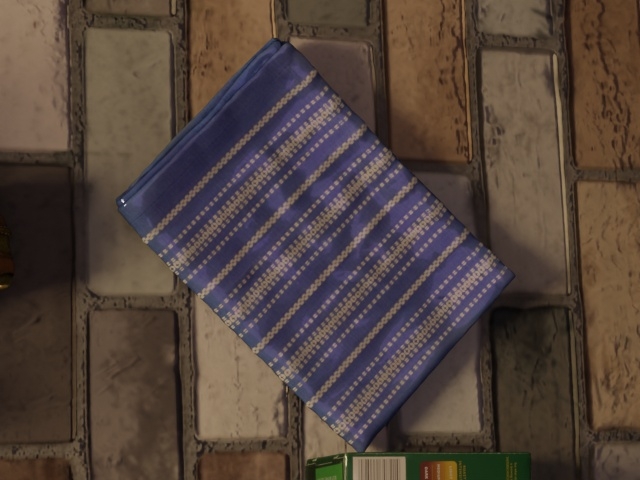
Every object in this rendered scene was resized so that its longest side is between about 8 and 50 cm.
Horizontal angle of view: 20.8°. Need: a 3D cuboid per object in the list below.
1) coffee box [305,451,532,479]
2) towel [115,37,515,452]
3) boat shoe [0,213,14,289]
[{"bbox_3d":[0.090,0.216,1.601,0.184,0.113,0.040,2,79,-20],"label":"coffee box"},{"bbox_3d":[0.000,0.000,1.645,0.336,0.040,0.243,45,72,-7],"label":"towel"},{"bbox_3d":[-0.407,0.029,1.465,0.307,0.110,0.104,-15,85,-20],"label":"boat shoe"}]
